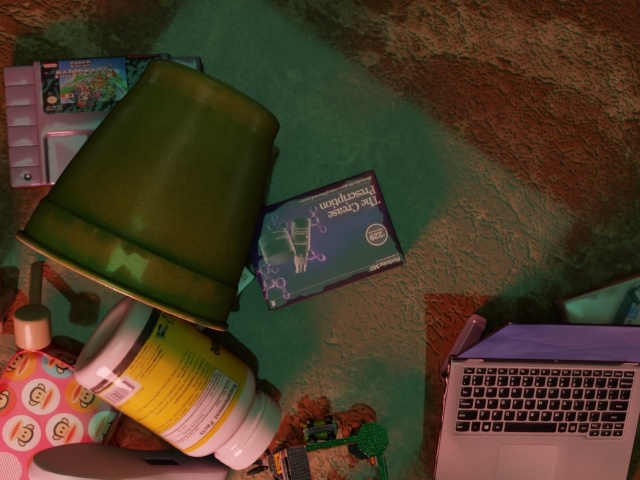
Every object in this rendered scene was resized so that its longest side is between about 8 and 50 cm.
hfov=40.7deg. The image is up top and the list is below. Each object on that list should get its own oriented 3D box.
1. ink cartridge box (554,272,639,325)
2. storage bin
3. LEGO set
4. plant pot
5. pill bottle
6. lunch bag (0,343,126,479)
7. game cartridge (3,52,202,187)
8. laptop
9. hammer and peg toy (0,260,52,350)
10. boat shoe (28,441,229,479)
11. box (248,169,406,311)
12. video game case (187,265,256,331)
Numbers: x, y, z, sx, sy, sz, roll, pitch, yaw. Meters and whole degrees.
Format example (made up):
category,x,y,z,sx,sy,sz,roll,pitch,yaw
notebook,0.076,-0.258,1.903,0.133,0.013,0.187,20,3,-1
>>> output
category,x,y,z,sx,sy,sz,roll,pitch,yaw
ink cartridge box,0.621,0.192,1.614,0.297,0.066,0.261,-18,90,-3
storage bin,0.301,0.219,1.589,0.091,0.098,0.135,28,88,-13
LEGO set,0.018,0.487,1.551,0.255,0.192,0.331,-14,76,-21
plant pot,-0.245,-0.089,1.404,0.367,0.366,0.352,25,86,-3
pill bottle,-0.236,0.250,1.486,0.334,0.188,0.188,40,88,-20
lunch bag,-0.472,0.352,1.531,0.258,0.120,0.293,29,88,-3
game cartridge,-0.388,-0.219,1.570,0.355,0.068,0.230,-4,94,-3
laptop,0.425,0.292,1.454,0.382,0.236,0.407,3,104,-10
hammer and peg toy,-0.624,0.140,1.470,0.362,0.266,0.127,2,112,-4
boat shoe,-0.334,0.442,1.475,0.367,0.136,0.156,14,97,-43
box,0.000,0.000,1.567,0.261,0.103,0.184,-20,93,-3
video game case,-0.246,0.061,1.592,0.173,0.022,0.190,-45,92,-2
